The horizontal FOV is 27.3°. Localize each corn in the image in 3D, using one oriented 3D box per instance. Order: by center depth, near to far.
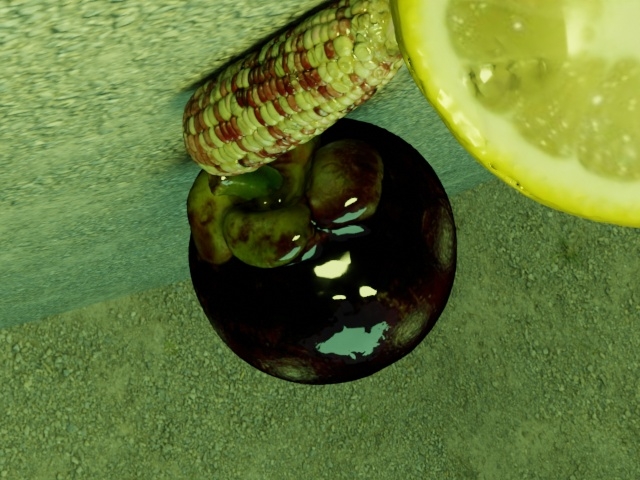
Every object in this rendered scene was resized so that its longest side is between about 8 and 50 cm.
[{"bbox_3d":[-0.019,-0.119,1.021,0.086,0.086,0.253,-15,174,-42],"label":"corn"}]

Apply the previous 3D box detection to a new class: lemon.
[{"bbox_3d":[0.158,-0.138,0.579,0.240,0.240,0.219,-22,-161,39],"label":"lemon"}]

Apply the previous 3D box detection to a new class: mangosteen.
[{"bbox_3d":[0.009,-0.004,1.390,0.297,0.297,0.313,-17,153,-28],"label":"mangosteen"}]
